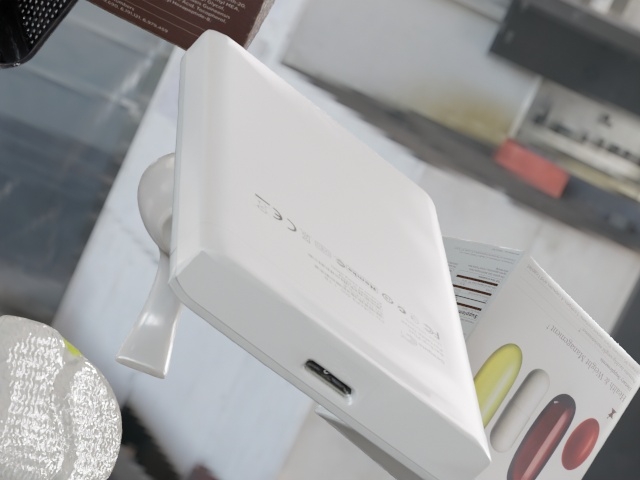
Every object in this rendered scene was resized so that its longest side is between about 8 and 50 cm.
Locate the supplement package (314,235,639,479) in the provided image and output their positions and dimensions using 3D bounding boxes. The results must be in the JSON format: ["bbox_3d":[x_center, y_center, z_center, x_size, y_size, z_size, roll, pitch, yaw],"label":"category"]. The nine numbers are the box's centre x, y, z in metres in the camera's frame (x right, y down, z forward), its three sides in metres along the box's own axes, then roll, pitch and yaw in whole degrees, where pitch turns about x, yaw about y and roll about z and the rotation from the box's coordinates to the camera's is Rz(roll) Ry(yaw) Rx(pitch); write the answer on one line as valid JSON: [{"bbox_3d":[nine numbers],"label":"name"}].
[{"bbox_3d":[0.147,0.137,1.636,0.194,0.203,0.149,42,-15,-28],"label":"supplement package"}]

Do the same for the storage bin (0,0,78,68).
[{"bbox_3d":[-0.275,-0.225,1.507,0.122,0.180,0.084,-4,66,-39],"label":"storage bin"}]

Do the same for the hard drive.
[{"bbox_3d":[0.000,0.000,1.225,0.233,0.047,0.353,37,20,-20],"label":"hard drive"}]

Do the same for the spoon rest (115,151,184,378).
[{"bbox_3d":[-0.132,0.014,1.757,0.137,0.276,0.084,22,40,-7],"label":"spoon rest"}]

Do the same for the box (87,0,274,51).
[{"bbox_3d":[-0.097,-0.302,1.658,0.167,0.203,0.168,27,45,-2],"label":"box"}]

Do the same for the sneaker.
[{"bbox_3d":[-0.219,0.071,0.945,0.126,0.091,0.240,0,-23,43],"label":"sneaker"}]
